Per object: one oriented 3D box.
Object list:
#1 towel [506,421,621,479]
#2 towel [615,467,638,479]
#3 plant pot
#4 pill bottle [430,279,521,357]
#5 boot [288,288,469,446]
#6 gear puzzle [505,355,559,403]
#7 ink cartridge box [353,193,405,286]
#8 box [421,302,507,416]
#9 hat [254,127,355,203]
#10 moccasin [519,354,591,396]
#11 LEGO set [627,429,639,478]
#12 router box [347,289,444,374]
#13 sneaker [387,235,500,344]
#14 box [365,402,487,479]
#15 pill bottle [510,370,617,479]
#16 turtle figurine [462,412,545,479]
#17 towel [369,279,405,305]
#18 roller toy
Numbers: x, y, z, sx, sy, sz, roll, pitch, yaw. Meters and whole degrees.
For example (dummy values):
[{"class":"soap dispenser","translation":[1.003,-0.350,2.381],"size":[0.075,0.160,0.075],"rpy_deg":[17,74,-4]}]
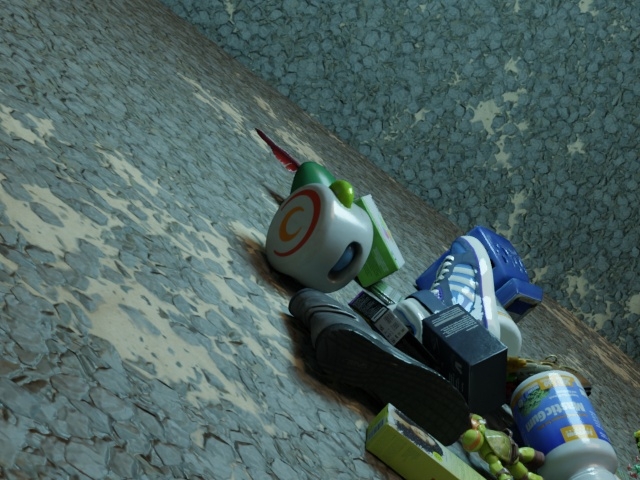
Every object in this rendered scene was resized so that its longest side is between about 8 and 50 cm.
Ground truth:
[{"class":"towel","translation":[0.498,0.468,1.970],"size":[0.285,0.034,0.209],"rpy_deg":[43,31,19]},{"class":"towel","translation":[0.666,0.563,2.185],"size":[0.370,0.040,0.271],"rpy_deg":[32,16,-30]},{"class":"plant pot","translation":[0.430,0.127,2.562],"size":[0.236,0.236,0.212],"rpy_deg":[18,32,-55]},{"class":"pill bottle","translation":[0.354,0.187,2.295],"size":[0.162,0.162,0.278],"rpy_deg":[34,14,-22]},{"class":"boot","translation":[0.105,0.207,1.695],"size":[0.338,0.118,0.223],"rpy_deg":[41,4,-21]},{"class":"gear puzzle","translation":[0.408,0.295,2.019],"size":[0.175,0.044,0.339],"rpy_deg":[0,-22,19]},{"class":"ink cartridge box","translation":[0.120,-0.009,2.313],"size":[0.189,0.097,0.255],"rpy_deg":[63,15,0]},{"class":"box","translation":[0.276,0.235,1.881],"size":[0.158,0.093,0.156],"rpy_deg":[45,-30,46]},{"class":"hat","translation":[-0.018,-0.180,2.310],"size":[0.208,0.184,0.173],"rpy_deg":[-6,5,-44]},{"class":"moccasin","translation":[0.541,0.346,2.375],"size":[0.380,0.139,0.147],"rpy_deg":[10,40,-47]},{"class":"LEGO set","translation":[0.640,0.522,1.925],"size":[0.132,0.107,0.287],"rpy_deg":[-57,136,-87]},{"class":"router box","translation":[0.143,0.183,1.852],"size":[0.179,0.046,0.133],"rpy_deg":[48,-6,-23]},{"class":"sneaker","translation":[0.244,0.114,2.101],"size":[0.236,0.130,0.323],"rpy_deg":[3,50,-11]},{"class":"box","translation":[0.177,0.355,1.507],"size":[0.232,0.058,0.087],"rpy_deg":[39,14,-6]},{"class":"pill bottle","translation":[0.475,0.395,1.871],"size":[0.152,0.152,0.272],"rpy_deg":[31,26,-31]},{"class":"turtle figurine","translation":[0.320,0.376,1.754],"size":[0.217,0.087,0.269],"rpy_deg":[32,16,-30]},{"class":"towel","translation":[0.182,0.148,2.268],"size":[0.152,0.023,0.113],"rpy_deg":[39,11,6]},{"class":"roller toy","translation":[0.000,0.000,1.895],"size":[0.146,0.209,0.191],"rpy_deg":[31,55,-33]}]
